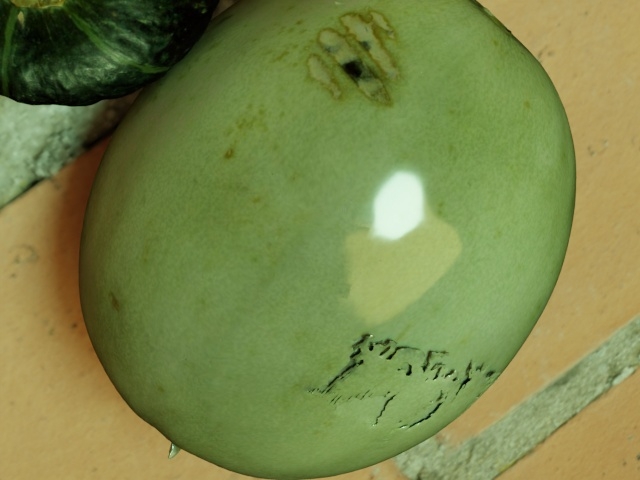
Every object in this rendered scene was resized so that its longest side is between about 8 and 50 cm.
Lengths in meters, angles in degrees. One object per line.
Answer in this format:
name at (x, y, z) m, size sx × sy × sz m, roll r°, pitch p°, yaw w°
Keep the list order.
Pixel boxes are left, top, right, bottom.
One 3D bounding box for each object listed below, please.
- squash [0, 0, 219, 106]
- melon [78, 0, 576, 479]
squash at (-0.138, -0.166, 0.654) m, size 0.193 × 0.156 × 0.193 m, roll -9°, pitch 138°, yaw -9°
melon at (0.000, 0.000, 0.749) m, size 0.268 × 0.268 × 0.330 m, roll 30°, pitch 107°, yaw -37°
